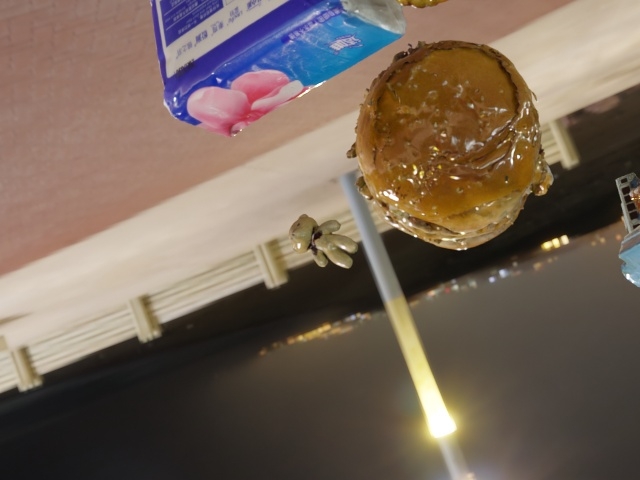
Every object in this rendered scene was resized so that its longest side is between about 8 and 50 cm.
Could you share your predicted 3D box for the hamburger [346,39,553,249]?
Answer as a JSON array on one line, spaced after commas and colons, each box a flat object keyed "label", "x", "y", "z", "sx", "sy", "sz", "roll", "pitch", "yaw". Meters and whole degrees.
[{"label": "hamburger", "x": 0.155, "y": -0.121, "z": 1.211, "sx": 0.245, "sy": 0.261, "sz": 0.211, "roll": -15, "pitch": 172, "yaw": 5}]

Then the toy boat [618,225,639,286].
[{"label": "toy boat", "x": 0.418, "y": -0.009, "z": 1.067, "sx": 0.102, "sy": 0.088, "sz": 0.215, "roll": -47, "pitch": 180, "yaw": -17}]

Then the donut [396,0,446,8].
[{"label": "donut", "x": 0.099, "y": -0.285, "z": 0.884, "sx": 0.140, "sy": 0.141, "sz": 0.059, "roll": -21, "pitch": 156, "yaw": 0}]

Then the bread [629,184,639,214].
[{"label": "bread", "x": 0.511, "y": -0.067, "z": 1.312, "sx": 0.160, "sy": 0.073, "sz": 0.160, "roll": -20, "pitch": 164, "yaw": -6}]

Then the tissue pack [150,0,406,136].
[{"label": "tissue pack", "x": -0.052, "y": -0.259, "z": 1.024, "sx": 0.269, "sy": 0.209, "sz": 0.137, "roll": -24, "pitch": 161, "yaw": 39}]

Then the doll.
[{"label": "doll", "x": 0.003, "y": 0.000, "z": 1.218, "sx": 0.093, "sy": 0.062, "sz": 0.051, "roll": 20, "pitch": -174, "yaw": 7}]

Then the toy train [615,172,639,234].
[{"label": "toy train", "x": 0.488, "y": -0.005, "z": 1.440, "sx": 0.047, "sy": 0.208, "sz": 0.043, "roll": -22, "pitch": 144, "yaw": 23}]
